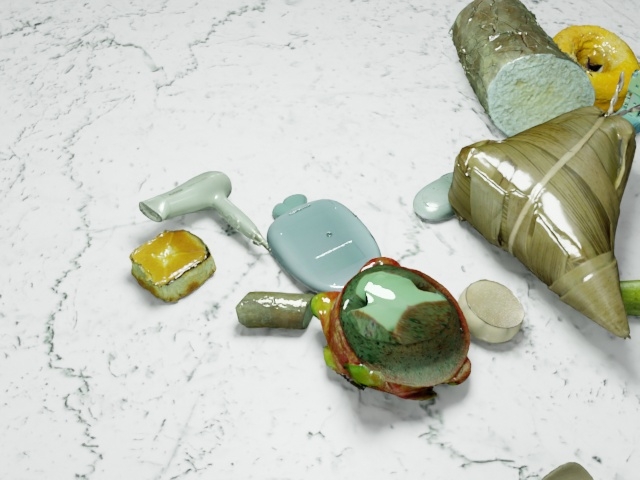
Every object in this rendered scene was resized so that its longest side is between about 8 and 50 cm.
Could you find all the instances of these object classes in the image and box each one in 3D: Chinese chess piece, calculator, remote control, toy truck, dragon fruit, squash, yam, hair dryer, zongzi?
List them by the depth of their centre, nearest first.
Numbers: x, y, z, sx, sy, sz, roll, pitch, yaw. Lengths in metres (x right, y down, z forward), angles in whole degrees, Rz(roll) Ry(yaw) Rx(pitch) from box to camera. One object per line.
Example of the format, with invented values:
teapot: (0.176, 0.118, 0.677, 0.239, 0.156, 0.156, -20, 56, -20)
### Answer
dragon fruit: (0.126, 0.149, 1.390, 0.295, 0.130, 0.268, 19, 57, -1)
yam: (-0.079, 0.125, 1.458, 0.146, 0.069, 0.069, 2, 48, -1)
Chinese chess piece: (0.308, 0.129, 1.475, 0.122, 0.051, 0.122, 11, 43, -11)
squash: (0.595, 0.106, 1.517, 0.239, 0.069, 0.069, -1, 48, -4)
hair dryer: (-0.197, -0.038, 1.564, 0.237, 0.075, 0.206, 34, 35, 19)
calculator: (0.000, 0.000, 1.577, 0.185, 0.041, 0.299, -25, 49, -18)
zongzi: (0.562, -0.058, 1.580, 0.500, 0.218, 0.467, -24, 59, -26)
remote control: (0.298, -0.114, 1.712, 0.256, 0.045, 0.097, -30, 58, -30)
toy truck: (0.700, -0.303, 1.825, 0.081, 0.175, 0.067, -37, 60, -24)
yam: (0.447, -0.409, 1.871, 0.241, 0.241, 0.348, -8, 45, -11)

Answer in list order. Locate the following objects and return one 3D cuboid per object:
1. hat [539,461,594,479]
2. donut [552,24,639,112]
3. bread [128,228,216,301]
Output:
hat: (0.378, 0.435, 1.219, 0.166, 0.144, 0.173, 41, 14, 31)
donut: (0.652, -0.412, 1.969, 0.253, 0.118, 0.253, 4, 61, -8)
bread: (-0.277, 0.042, 1.516, 0.128, 0.069, 0.140, 37, 58, 27)
